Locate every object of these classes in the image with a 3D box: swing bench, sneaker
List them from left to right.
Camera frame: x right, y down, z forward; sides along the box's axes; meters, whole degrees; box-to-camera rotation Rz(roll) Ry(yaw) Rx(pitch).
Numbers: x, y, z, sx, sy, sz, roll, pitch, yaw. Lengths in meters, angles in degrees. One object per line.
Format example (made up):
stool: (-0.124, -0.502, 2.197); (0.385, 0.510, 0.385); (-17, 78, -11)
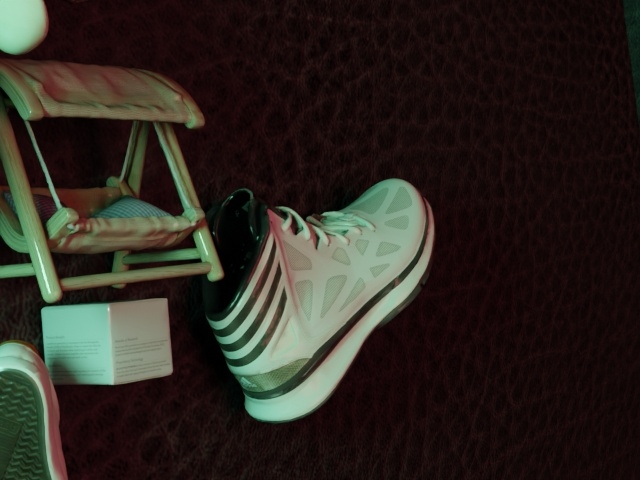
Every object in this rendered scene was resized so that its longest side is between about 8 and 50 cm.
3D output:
sneaker: (-0.294, 0.237, 1.245); (0.123, 0.105, 0.290); (-113, -154, -71)
swing bench: (-0.249, -0.070, 1.287); (0.253, 0.165, 0.255); (-6, 91, -55)
sneaker: (0.001, 0.000, 1.632); (0.447, 0.169, 0.257); (-54, 130, -40)

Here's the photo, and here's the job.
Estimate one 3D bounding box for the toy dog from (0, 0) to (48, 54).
toy dog: (-0.456, -0.181, 0.887); (0.408, 0.284, 0.395); (-48, 140, -38)

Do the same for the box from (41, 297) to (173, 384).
box: (-0.231, 0.109, 1.346); (0.102, 0.101, 0.087); (-4, 89, -57)

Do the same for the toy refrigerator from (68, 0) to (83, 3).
toy refrigerator: (-0.315, -0.350, 1.285); (0.269, 0.094, 0.102); (23, 68, -51)
